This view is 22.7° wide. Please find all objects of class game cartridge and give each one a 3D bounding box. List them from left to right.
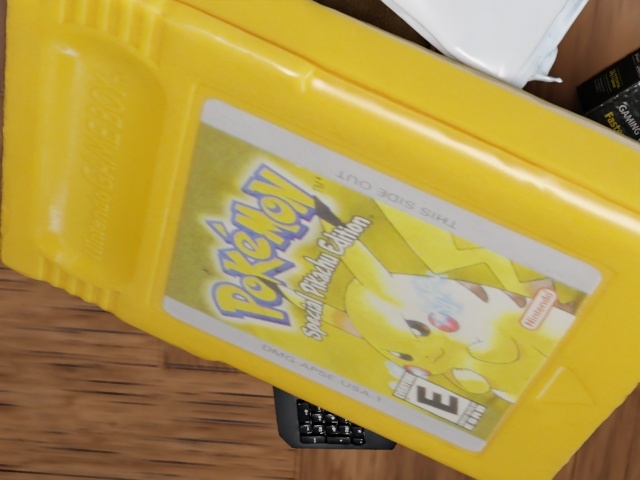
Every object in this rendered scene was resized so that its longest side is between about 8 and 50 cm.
[{"bbox_3d":[0.000,0.000,0.762,0.323,0.053,0.285,22,149,1],"label":"game cartridge"}]

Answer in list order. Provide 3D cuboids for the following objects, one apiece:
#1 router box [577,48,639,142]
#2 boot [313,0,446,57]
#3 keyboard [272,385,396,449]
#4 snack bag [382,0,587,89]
[{"bbox_3d":[0.238,-0.040,0.835,0.133,0.046,0.179,-32,112,17],"label":"router box"},{"bbox_3d":[0.036,-0.137,0.768,0.115,0.112,0.305,15,115,19],"label":"boot"},{"bbox_3d":[0.017,0.042,0.895,0.100,0.038,0.192,-3,118,4],"label":"keyboard"},{"bbox_3d":[0.047,-0.280,0.649,0.342,0.037,0.323,37,87,-15],"label":"snack bag"}]
